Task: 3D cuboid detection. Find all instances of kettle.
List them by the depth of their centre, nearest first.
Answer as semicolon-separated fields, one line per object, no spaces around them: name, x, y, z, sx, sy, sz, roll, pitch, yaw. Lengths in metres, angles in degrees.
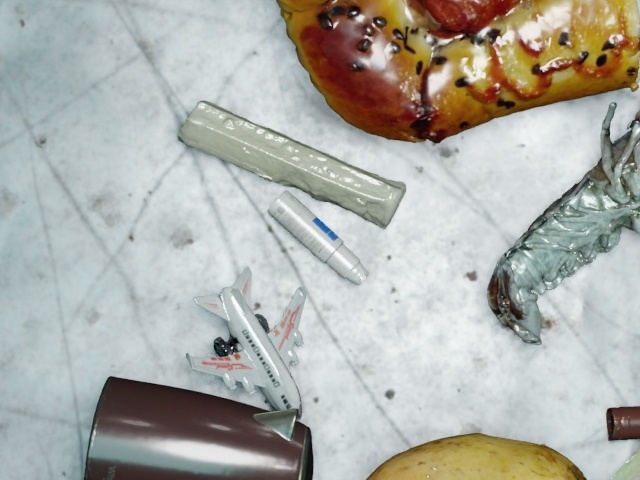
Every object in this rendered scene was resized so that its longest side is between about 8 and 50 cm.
kettle;-0.125;0.253;1.411;0.232;0.144;0.202;9;109;0

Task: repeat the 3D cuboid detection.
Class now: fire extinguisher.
fire extinguisher;0.378;0.197;1.440;0.132;0.039;0.056;-3;121;1

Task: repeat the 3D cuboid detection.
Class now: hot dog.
hot dog;0.130;-0.286;1.352;0.365;0.196;0.367;-15;111;3

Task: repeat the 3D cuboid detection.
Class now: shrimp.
shrimp;0.344;-0.057;1.399;0.410;0.166;0.221;-34;121;14

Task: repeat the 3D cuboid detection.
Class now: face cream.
face cream;0.000;0.000;1.460;0.130;0.034;0.034;43;90;3

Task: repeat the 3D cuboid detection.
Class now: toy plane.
toy plane;-0.068;0.120;1.438;0.162;0.065;0.171;-30;102;-32

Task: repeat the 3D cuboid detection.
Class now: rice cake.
rice cake;-0.033;-0.084;1.457;0.256;0.052;0.057;24;113;2

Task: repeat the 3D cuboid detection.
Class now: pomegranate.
pomegranate;0.156;0.323;1.334;0.281;0.281;0.281;0;88;2

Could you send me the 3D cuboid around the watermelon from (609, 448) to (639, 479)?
watermelon;0.422;0.326;1.355;0.213;0.201;0.262;-29;96;12
